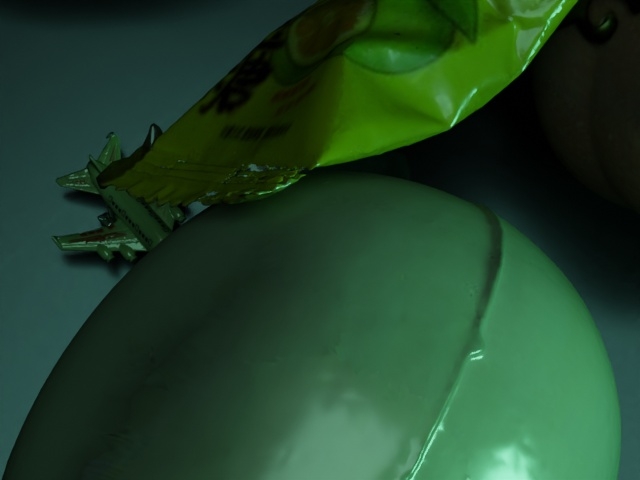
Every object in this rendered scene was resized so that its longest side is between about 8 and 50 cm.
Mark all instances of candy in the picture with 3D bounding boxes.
[{"bbox_3d":[0.029,-0.098,1.018,0.297,0.187,0.081,-37,112,-24],"label":"candy"}]

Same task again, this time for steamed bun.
[{"bbox_3d":[-0.010,0.142,0.981,0.334,0.334,0.374,38,87,9],"label":"steamed bun"}]

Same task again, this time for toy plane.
[{"bbox_3d":[-0.116,-0.015,1.164,0.102,0.040,0.111,-40,80,-8],"label":"toy plane"}]

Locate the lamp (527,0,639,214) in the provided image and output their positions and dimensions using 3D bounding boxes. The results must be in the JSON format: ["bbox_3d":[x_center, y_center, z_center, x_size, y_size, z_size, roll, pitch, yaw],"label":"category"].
[{"bbox_3d":[0.272,-0.135,1.091,0.239,0.305,0.305,32,73,-38],"label":"lamp"}]

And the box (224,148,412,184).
[{"bbox_3d":[0.000,0.000,1.167,0.126,0.027,0.125,-6,76,-2],"label":"box"}]
